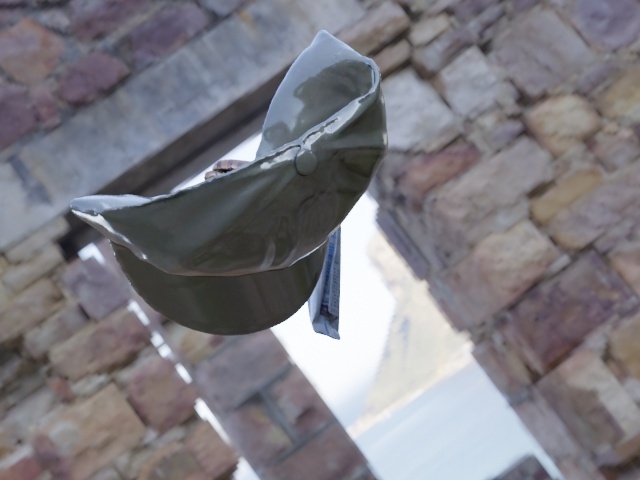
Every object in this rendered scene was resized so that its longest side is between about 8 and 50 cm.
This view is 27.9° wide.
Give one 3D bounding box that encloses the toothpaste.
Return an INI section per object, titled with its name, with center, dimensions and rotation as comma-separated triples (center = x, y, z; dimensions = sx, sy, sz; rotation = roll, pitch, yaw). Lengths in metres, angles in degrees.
[toothpaste]
center = 0.000, 0.000, 1.967
dimensions = 0.073, 0.299, 0.114
rotation = -7, -14, 18

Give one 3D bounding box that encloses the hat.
[hat]
center = -0.020, 0.000, 0.686
dimensions = 0.166, 0.173, 0.144
rotation = -36, 36, -14

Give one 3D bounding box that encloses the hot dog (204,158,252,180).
[hot dog]
center = -0.060, -0.056, 1.332
dimensions = 0.037, 0.122, 0.049
rotation = -95, 14, -86
